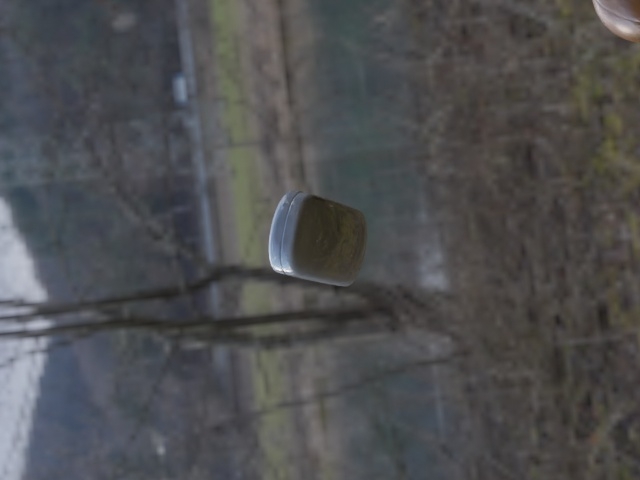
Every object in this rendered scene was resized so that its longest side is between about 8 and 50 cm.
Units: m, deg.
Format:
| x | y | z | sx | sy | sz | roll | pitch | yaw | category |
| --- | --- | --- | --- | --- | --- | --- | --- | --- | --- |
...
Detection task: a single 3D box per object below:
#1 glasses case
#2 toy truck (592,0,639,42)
| x | y | z | sx | sy | sz | roll | pitch | yaw | category |
| --- | --- | --- | --- | --- | --- | --- | --- | --- | --- |
| 0.000 | 0.000 | 1.526 | 0.193 | 0.049 | 0.074 | 14 | -94 | -70 | glasses case |
| 0.412 | -0.304 | 1.945 | 0.239 | 0.189 | 0.265 | -55 | -28 | -7 | toy truck |
